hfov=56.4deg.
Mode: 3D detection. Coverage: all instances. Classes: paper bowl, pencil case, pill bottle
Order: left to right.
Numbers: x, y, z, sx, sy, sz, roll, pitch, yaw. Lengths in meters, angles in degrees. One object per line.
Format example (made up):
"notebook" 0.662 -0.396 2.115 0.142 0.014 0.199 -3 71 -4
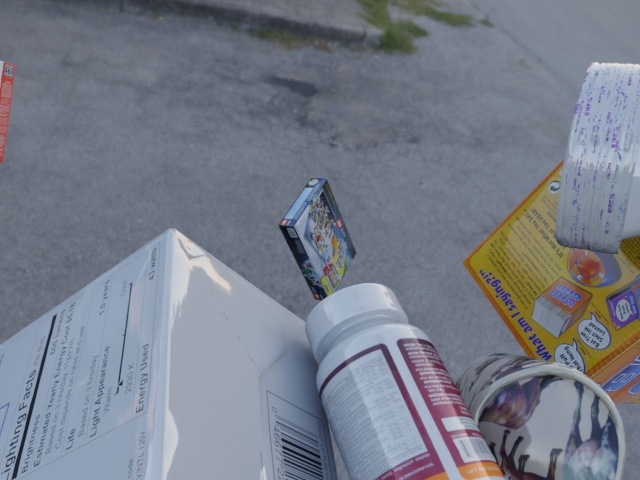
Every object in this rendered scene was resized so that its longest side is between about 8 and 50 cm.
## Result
"pill bottle" 0.067 0.154 0.546 0.121 0.121 0.221 -4 47 -23
"pencil case" 0.256 0.243 0.787 0.160 0.184 0.410 21 -5 12
"paper bowl" 0.456 -0.120 0.897 0.148 0.284 0.284 10 31 27

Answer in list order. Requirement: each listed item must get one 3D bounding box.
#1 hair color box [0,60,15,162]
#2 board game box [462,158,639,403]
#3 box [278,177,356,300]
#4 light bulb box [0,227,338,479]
"hair color box" -0.477 -0.184 0.833 0.072 0.141 0.043 10 7 -6
"board game box" 0.594 0.080 1.212 0.356 0.356 0.356 14 37 -40
"box" 0.000 0.000 1.336 0.044 0.233 0.159 4 45 32
"light bulb box" -0.188 0.248 0.529 0.225 0.361 0.358 42 26 -39
